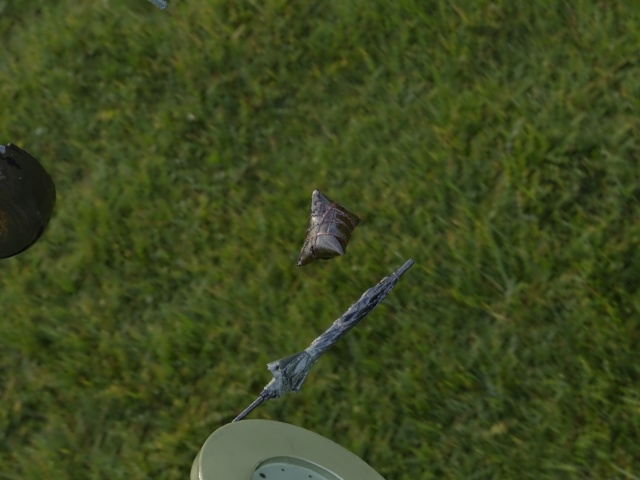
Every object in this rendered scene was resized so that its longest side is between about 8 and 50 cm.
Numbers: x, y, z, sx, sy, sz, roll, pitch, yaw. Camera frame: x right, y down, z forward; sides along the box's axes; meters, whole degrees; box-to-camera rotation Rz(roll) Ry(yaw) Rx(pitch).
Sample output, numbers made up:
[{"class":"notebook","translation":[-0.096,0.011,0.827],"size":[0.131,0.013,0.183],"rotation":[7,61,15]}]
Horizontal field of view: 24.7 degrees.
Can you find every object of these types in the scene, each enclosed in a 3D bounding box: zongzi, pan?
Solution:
[{"class":"zongzi","translation":[0.000,0.000,1.588],"size":[0.073,0.067,0.083],"rotation":[-34,34,34]},{"class":"pan","translation":[-0.232,-0.006,0.919],"size":[0.114,0.212,0.040],"rotation":[14,63,-11]}]

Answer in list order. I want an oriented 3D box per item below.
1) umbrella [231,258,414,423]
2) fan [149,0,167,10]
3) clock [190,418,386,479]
[{"class":"umbrella","translation":[-0.002,0.101,1.489],"size":[0.044,0.044,0.269],"rotation":[39,70,14]},{"class":"fan","translation":[-0.220,-0.268,1.388],"size":[0.113,0.175,0.005],"rotation":[-41,27,40]},{"class":"clock","translation":[-0.009,0.249,1.301],"size":[0.235,0.235,0.029],"rotation":[48,119,34]}]
